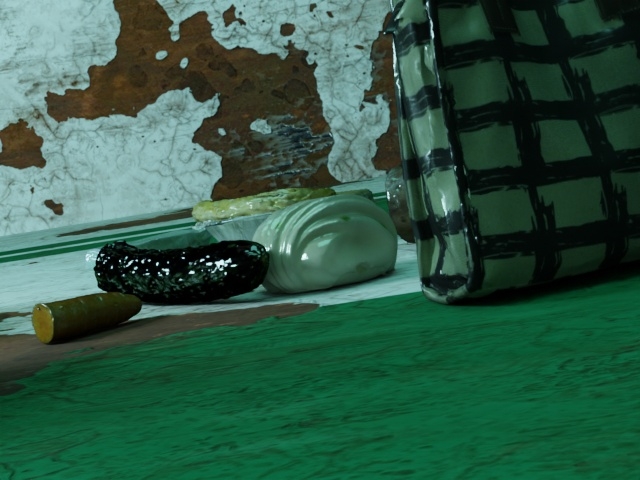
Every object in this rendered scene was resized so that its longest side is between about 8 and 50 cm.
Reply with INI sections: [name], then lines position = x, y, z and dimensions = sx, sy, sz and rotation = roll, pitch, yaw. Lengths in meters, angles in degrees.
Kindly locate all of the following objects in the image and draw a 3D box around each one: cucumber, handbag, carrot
[cucumber]
position = -0.161, 0.040, 1.760
dimensions = 0.072, 0.081, 0.303
rotation = -26, 18, -39
[handbag]
position = 0.235, -0.123, 1.475
dimensions = 0.325, 0.327, 0.162
rotation = -10, 1, -22
[carrot]
position = -0.259, 0.082, 1.655
dimensions = 0.048, 0.048, 0.139
rotation = -4, 5, 42

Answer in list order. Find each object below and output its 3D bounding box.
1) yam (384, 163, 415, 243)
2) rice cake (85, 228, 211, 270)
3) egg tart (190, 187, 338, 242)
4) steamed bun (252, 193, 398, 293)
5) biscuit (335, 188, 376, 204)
[yam]
position = 0.234, -0.064, 1.958
dimensions = 0.280, 0.131, 0.131
rotation = -8, 5, 25
[rice cake]
position = -0.282, 0.014, 2.431
dimensions = 0.085, 0.040, 0.226
rotation = -4, 7, 38
[egg tart]
position = -0.075, -0.026, 2.189
dimensions = 0.234, 0.094, 0.234
rotation = -8, 1, 0
[steamed bun]
position = 0.000, 0.000, 1.754
dimensions = 0.183, 0.106, 0.183
rotation = -7, 5, 1
[biscuit]
position = 0.023, -0.047, 2.447
dimensions = 0.108, 0.061, 0.239
rotation = -8, 6, 14
